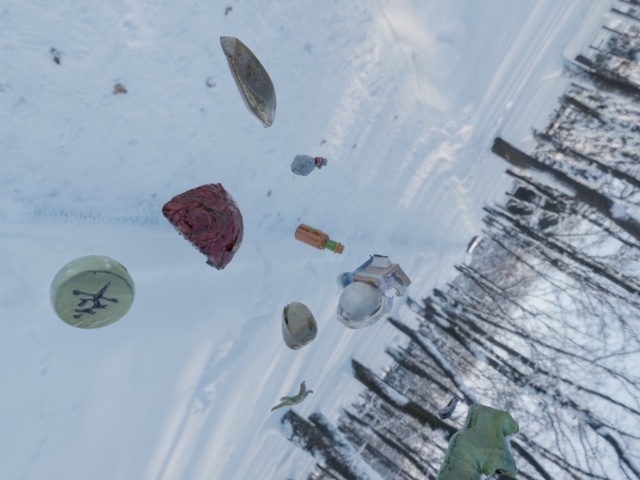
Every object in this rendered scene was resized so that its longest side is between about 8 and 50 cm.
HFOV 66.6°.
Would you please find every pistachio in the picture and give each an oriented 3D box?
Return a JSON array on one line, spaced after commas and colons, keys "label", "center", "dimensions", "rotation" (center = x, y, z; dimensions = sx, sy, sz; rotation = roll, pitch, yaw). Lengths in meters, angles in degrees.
[{"label": "pistachio", "center": [-0.067, 0.243, 1.399], "dimensions": [0.113, 0.149, 0.113], "rotation": [-15, 139, -14]}]

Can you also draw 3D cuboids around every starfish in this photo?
[{"label": "starfish", "center": [-0.112, 0.605, 1.859], "dimensions": [0.176, 0.053, 0.208], "rotation": [-28, 154, 0]}]

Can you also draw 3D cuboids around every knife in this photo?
[{"label": "knife", "center": [0.338, 0.437, 1.274], "dimensions": [0.031, 0.018, 0.121], "rotation": [-24, 173, 29]}]

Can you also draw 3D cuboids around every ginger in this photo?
[{"label": "ginger", "center": [0.320, 0.459, 0.991], "dimensions": [0.290, 0.137, 0.089], "rotation": [-40, 163, -36]}]

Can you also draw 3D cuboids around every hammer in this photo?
[{"label": "hammer", "center": [0.147, 0.115, 1.847], "dimensions": [0.194, 0.069, 0.116], "rotation": [-38, 179, -11]}]

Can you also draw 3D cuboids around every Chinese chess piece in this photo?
[{"label": "Chinese chess piece", "center": [-0.547, 0.127, 1.176], "dimensions": [0.189, 0.083, 0.188], "rotation": [-16, 127, -22]}]

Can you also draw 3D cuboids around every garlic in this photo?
[{"label": "garlic", "center": [-0.205, -0.466, 1.425], "dimensions": [0.112, 0.143, 0.318], "rotation": [-22, 147, 12]}]

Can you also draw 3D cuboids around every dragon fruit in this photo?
[{"label": "dragon fruit", "center": [-0.425, -0.046, 1.666], "dimensions": [0.240, 0.302, 0.330], "rotation": [-26, 159, 18]}]

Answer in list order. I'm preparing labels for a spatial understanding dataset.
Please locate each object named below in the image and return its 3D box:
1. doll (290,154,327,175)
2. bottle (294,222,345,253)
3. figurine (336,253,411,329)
[{"label": "doll", "center": [-0.044, -0.261, 1.680], "dimensions": [0.094, 0.079, 0.180], "rotation": [-26, 175, 39]}, {"label": "bottle", "center": [0.000, 0.000, 1.751], "dimensions": [0.069, 0.187, 0.069], "rotation": [-54, 158, -32]}, {"label": "figurine", "center": [0.135, 0.156, 1.331], "dimensions": [0.237, 0.163, 0.141], "rotation": [-47, 123, -30]}]
